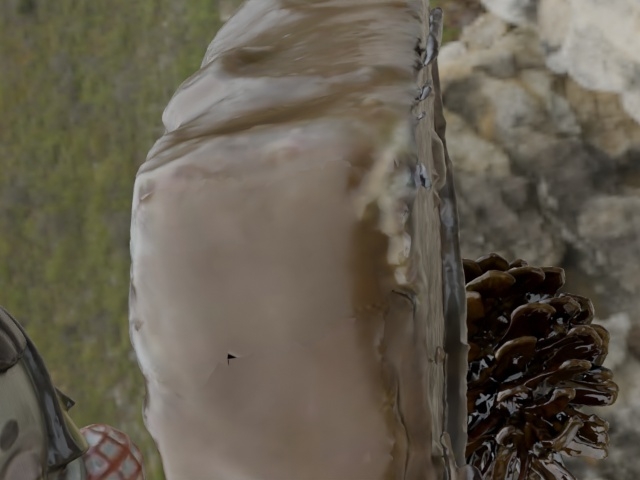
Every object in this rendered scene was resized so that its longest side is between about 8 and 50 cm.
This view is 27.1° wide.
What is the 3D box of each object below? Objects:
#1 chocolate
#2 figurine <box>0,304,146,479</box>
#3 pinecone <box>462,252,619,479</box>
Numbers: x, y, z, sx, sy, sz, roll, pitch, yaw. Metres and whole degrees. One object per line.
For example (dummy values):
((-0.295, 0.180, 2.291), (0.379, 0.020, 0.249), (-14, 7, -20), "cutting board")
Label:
((0.000, 0.000, 0.423), (0.214, 0.093, 0.148), (-80, -14, -68), "chocolate")
((-0.205, 0.172, 0.649), (0.167, 0.281, 0.370), (4, 106, 36), "figurine")
((0.121, 0.099, 0.876), (0.165, 0.163, 0.163), (-113, 24, -52), "pinecone")
